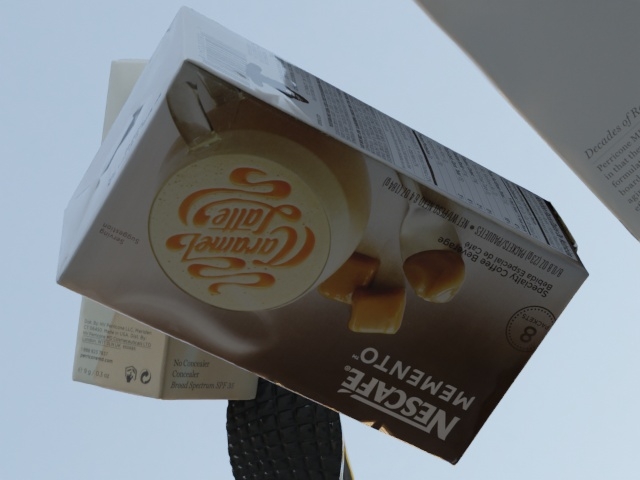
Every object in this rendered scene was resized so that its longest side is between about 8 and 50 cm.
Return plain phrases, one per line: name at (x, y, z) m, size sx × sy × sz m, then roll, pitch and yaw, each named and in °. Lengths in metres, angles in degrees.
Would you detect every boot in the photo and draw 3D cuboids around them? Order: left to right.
boot at (-0.007, 0.272, 1.543) m, size 0.223 × 0.118 × 0.338 m, roll 41°, pitch -141°, yaw -80°

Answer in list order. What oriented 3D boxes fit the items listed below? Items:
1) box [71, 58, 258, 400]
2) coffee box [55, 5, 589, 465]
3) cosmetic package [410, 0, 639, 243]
box at (-0.130, -0.010, 1.422) m, size 0.148 × 0.121 × 0.311 m, roll 5°, pitch -89°, yaw -53°
coffee box at (0.000, 0.000, 0.811) m, size 0.247 × 0.098 × 0.141 m, roll 27°, pitch -71°, yaw -18°
cosmetic package at (0.207, -0.131, 1.075) m, size 0.385 × 0.217 × 0.156 m, roll 43°, pitch -80°, yaw -13°
